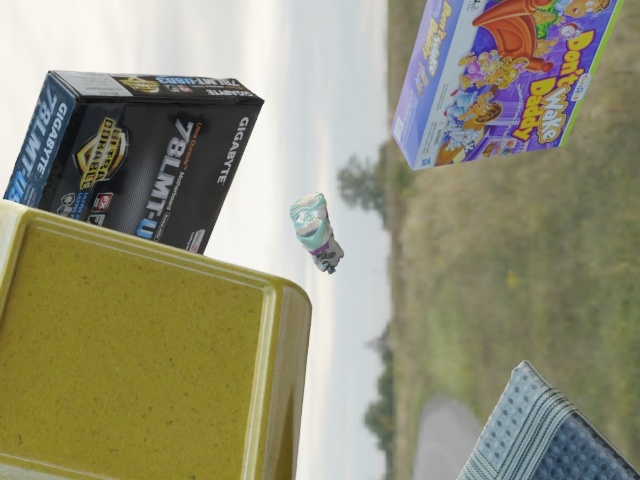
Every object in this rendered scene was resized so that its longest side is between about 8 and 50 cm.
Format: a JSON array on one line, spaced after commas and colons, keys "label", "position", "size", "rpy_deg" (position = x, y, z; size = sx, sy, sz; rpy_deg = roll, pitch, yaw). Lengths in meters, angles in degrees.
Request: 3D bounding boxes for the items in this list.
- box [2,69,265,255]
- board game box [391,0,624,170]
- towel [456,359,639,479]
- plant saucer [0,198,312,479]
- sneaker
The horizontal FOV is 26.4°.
[{"label": "box", "position": [-0.235, -0.057, 1.625], "size": [0.293, 0.073, 0.295], "rpy_deg": [-3, -54, -47]}, {"label": "board game box", "position": [0.240, -0.250, 1.701], "size": [0.347, 0.233, 0.078], "rpy_deg": [103, 149, -48]}, {"label": "towel", "position": [0.267, 0.357, 1.573], "size": [0.312, 0.056, 0.324], "rpy_deg": [47, 125, 37]}, {"label": "plant saucer", "position": [-0.161, 0.115, 1.107], "size": [0.081, 0.332, 0.333], "rpy_deg": [122, 159, -48]}, {"label": "sneaker", "position": [0.000, 0.000, 1.312], "size": [0.098, 0.038, 0.069], "rpy_deg": [-89, -25, -60]}]
